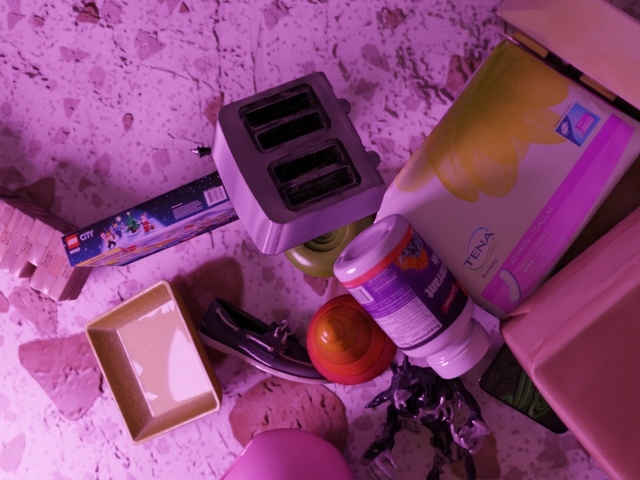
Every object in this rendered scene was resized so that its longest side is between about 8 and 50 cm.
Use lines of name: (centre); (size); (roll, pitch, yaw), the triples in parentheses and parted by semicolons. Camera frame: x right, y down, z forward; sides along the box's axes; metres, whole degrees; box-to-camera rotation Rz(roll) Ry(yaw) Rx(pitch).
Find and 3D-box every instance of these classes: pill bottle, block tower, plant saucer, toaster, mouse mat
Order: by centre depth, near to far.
toaster: (-0.035, -0.089, 1.063); (0.186, 0.110, 0.168); (-23, 74, -16)
pill bottle: (0.115, 0.072, 1.090); (0.108, 0.108, 0.193); (-39, 103, 9)
mouse mat: (0.304, 0.140, 1.137); (0.152, 0.007, 0.189); (31, 98, -19)
plant saucer: (-0.220, 0.165, 1.242); (0.188, 0.045, 0.188); (-28, 84, 34)
block tower: (-0.474, -0.029, 1.299); (0.335, 0.091, 0.097); (29, 95, 11)

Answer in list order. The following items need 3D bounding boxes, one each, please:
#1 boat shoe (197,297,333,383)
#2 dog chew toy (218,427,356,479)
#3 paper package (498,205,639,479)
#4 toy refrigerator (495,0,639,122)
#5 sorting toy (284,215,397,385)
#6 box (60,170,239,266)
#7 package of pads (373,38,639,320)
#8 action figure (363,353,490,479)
boat shoe: (-0.068, 0.136, 1.219); (0.206, 0.075, 0.065); (19, 97, 16)
dog chew toy: (0.014, 0.392, 1.143); (0.332, 0.206, 0.206); (39, 97, 1)
paper package: (0.421, 0.141, 1.026); (0.309, 0.168, 0.325); (-41, 99, 7)
toy refrigerator: (0.349, -0.227, 1.118); (0.269, 0.102, 0.094); (37, 97, 9)
sorting toy: (0.000, 0.000, 1.150); (0.127, 0.126, 0.365); (-15, 76, 11)
box: (-0.203, -0.025, 1.205); (0.233, 0.159, 0.044); (-22, 85, 11)
package of pads: (0.231, -0.075, 1.142); (0.229, 0.101, 0.296); (35, 96, 10)
action figure: (0.146, 0.257, 1.140); (0.164, 0.141, 0.275); (-29, 85, 20)
